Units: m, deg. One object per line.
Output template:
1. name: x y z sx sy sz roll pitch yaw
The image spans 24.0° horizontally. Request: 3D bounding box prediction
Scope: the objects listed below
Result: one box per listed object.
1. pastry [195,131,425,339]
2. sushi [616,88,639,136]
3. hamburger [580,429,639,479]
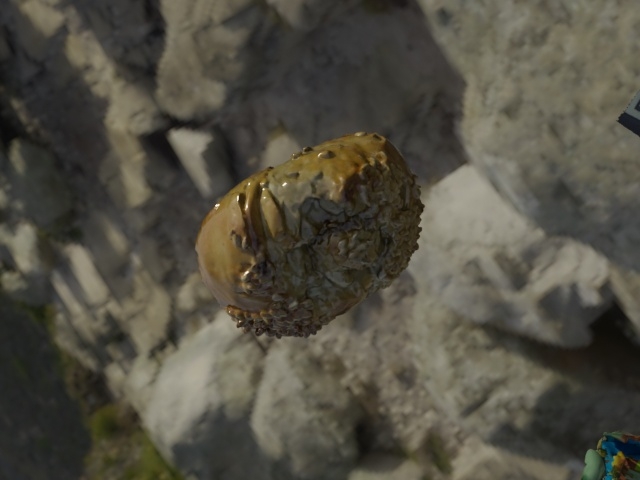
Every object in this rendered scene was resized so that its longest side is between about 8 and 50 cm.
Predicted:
1. pastry: 0.000 0.000 1.922 0.162 0.310 0.255 52 166 41
2. sushi: 0.503 -0.148 1.864 0.215 0.050 0.192 32 123 -1
3. hamburger: 0.392 0.353 1.809 0.260 0.276 0.150 55 131 27
